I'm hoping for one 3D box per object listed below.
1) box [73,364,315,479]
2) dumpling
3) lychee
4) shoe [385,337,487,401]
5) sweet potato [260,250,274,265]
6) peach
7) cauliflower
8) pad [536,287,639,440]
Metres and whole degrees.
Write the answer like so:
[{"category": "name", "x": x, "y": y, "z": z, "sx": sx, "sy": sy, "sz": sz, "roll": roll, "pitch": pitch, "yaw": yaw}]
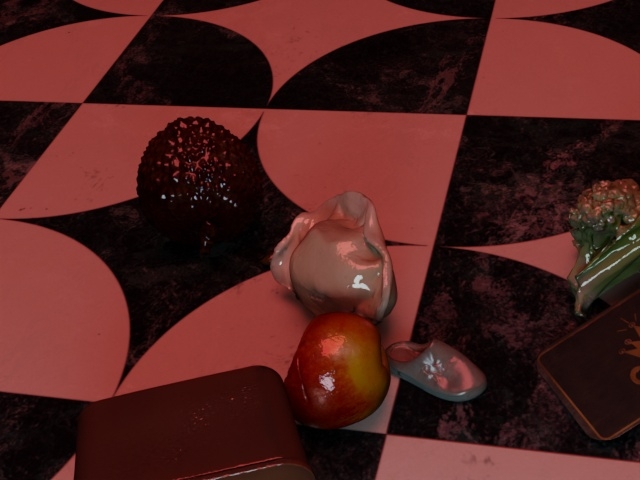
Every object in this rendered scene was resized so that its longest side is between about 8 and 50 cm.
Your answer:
[{"category": "box", "x": -0.183, "y": 0.358, "z": 1.548, "sx": 0.339, "sy": 0.239, "sz": 0.229, "roll": -12, "pitch": 35, "yaw": -4}, {"category": "dumpling", "x": 0.054, "y": 0.035, "z": 1.918, "sx": 0.318, "sy": 0.187, "sz": 0.242, "roll": 12, "pitch": 82, "yaw": 48}, {"category": "lychee", "x": -0.242, "y": -0.106, "z": 2.134, "sx": 0.264, "sy": 0.264, "sz": 0.300, "roll": -10, "pitch": 70, "yaw": -2}, {"category": "shoe", "x": 0.191, "y": 0.209, "z": 1.800, "sx": 0.195, "sy": 0.078, "sz": 0.079, "roll": 17, "pitch": 43, "yaw": 34}, {"category": "sweet potato", "x": -0.001, "y": 0.001, "z": 2.120, "sx": 0.250, "sy": 0.059, "sz": 0.069, "roll": -24, "pitch": 20, "yaw": -14}, {"category": "peach", "x": 0.018, "y": 0.214, "z": 1.741, "sx": 0.192, "sy": 0.190, "sz": 0.190, "roll": -14, "pitch": 38, "yaw": -1}, {"category": "cauliflower", "x": 0.525, "y": 0.021, "z": 1.899, "sx": 0.239, "sy": 0.256, "sz": 0.315, "roll": 36, "pitch": 85, "yaw": 37}, {"category": "pad", "x": 0.552, "y": 0.164, "z": 1.689, "sx": 0.375, "sy": 0.063, "sz": 0.315, "roll": -34, "pitch": 36, "yaw": 1}]
